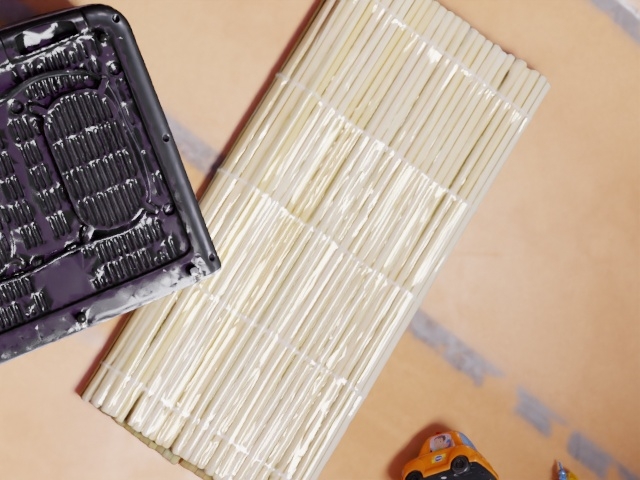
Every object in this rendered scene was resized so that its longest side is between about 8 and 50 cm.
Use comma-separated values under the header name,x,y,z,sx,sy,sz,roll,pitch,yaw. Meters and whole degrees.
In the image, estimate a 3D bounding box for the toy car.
name,x,y,z,sx,sy,sz,roll,pitch,yaw
toy car,0.105,0.148,1.171,0.122,0.060,0.040,25,46,-34

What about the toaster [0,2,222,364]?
name,x,y,z,sx,sy,sz,roll,pitch,yaw
toaster,-0.166,-0.036,1.018,0.168,0.110,0.186,-24,104,-13

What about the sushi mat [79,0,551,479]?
name,x,y,z,sx,sy,sz,roll,pitch,yaw
sushi mat,0.000,0.000,1.119,0.151,0.019,0.316,32,88,-19
